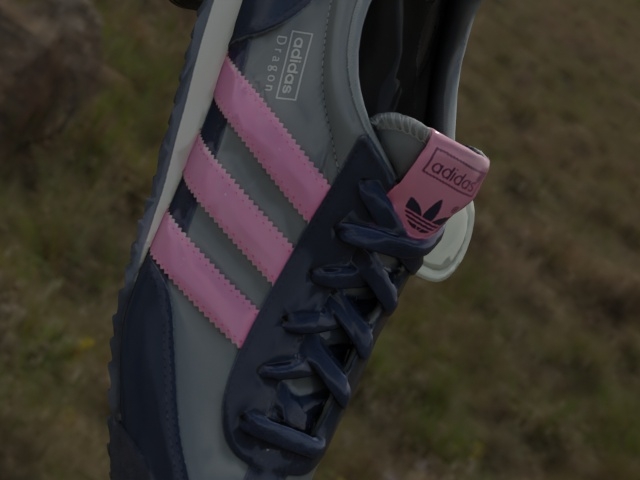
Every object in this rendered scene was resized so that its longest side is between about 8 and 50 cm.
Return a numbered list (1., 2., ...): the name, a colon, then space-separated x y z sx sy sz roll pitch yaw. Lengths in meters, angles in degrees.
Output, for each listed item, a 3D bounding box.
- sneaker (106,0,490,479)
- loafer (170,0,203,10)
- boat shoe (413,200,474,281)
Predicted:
1. sneaker: 0.000 0.000 0.707 0.131 0.319 0.112 3 -10 39
2. loafer: -0.005 -0.162 0.951 0.170 0.062 0.061 -18 11 -26
3. boat shoe: 0.008 -0.057 1.243 0.091 0.109 0.305 19 -12 38
